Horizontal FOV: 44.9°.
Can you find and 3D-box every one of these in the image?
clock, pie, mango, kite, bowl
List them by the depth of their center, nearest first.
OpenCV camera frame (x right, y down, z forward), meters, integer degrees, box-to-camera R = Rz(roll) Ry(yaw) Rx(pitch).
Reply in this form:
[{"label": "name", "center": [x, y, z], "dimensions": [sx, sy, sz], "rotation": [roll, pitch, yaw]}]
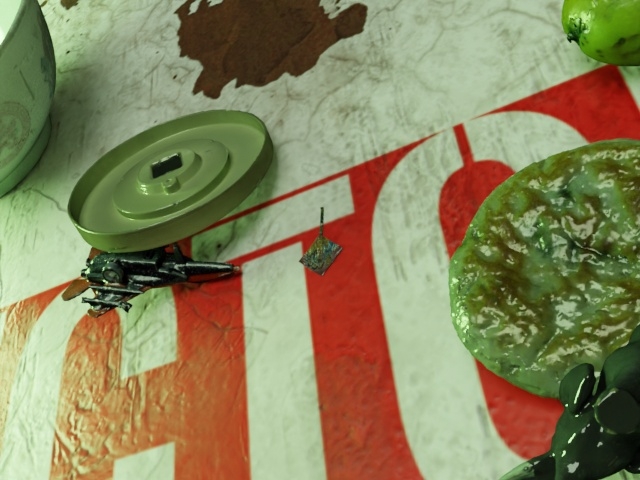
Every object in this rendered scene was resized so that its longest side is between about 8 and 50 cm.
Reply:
[{"label": "pie", "center": [0.214, 0.017, 0.591], "dimensions": [0.240, 0.054, 0.241], "rotation": [-14, 51, 19]}, {"label": "mango", "center": [0.301, -0.218, 0.679], "dimensions": [0.178, 0.100, 0.119], "rotation": [-15, 49, 11]}, {"label": "kite", "center": [0.005, 0.000, 0.760], "dimensions": [0.044, 0.002, 0.078], "rotation": [6, 62, 33]}, {"label": "clock", "center": [-0.165, -0.075, 0.853], "dimensions": [0.234, 0.029, 0.235], "rotation": [-14, 37, 11]}, {"label": "bowl", "center": [-0.500, -0.172, 1.048], "dimensions": [0.434, 0.196, 0.435], "rotation": [-16, 51, 20]}]

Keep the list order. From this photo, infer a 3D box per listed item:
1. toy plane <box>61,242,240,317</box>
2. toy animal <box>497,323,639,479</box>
[{"label": "toy plane", "center": [-0.174, 0.027, 0.805], "dimensions": [0.189, 0.061, 0.130], "rotation": [-9, 37, 23]}, {"label": "toy animal", "center": [0.193, 0.105, 0.463], "dimensions": [0.269, 0.137, 0.082], "rotation": [-44, 82, 13]}]
